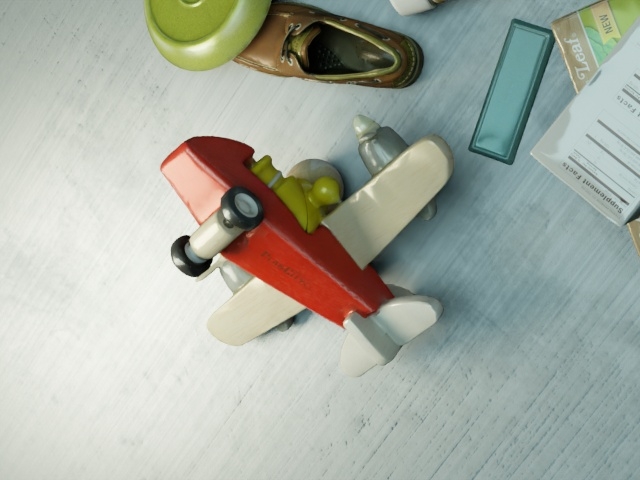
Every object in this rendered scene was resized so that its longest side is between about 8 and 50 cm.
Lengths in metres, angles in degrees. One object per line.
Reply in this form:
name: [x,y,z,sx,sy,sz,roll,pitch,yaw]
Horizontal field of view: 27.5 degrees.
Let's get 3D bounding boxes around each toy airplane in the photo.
toy airplane: [0.000,0.000,1.794,0.386,0.272,0.384,0,132,11]

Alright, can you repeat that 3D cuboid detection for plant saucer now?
plant saucer: [0.262,-0.204,1.789,0.067,0.018,0.192,21,100,16]
plant saucer: [-0.172,-0.365,1.877,0.240,0.037,0.241,-5,81,34]

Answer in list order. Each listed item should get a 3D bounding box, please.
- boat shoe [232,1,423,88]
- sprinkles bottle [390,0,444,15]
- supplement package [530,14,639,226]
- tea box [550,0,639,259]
boat shoe: [-0.012,-0.278,1.831,0.307,0.104,0.111,8,98,19]
sprinkles bottle: [0.255,-0.403,1.721,0.355,0.121,0.121,-15,89,19]
supplement package: [0.371,-0.152,1.457,0.134,0.139,0.244,41,108,13]
tea box: [0.501,-0.172,1.600,0.323,0.220,0.329,-22,87,21]
